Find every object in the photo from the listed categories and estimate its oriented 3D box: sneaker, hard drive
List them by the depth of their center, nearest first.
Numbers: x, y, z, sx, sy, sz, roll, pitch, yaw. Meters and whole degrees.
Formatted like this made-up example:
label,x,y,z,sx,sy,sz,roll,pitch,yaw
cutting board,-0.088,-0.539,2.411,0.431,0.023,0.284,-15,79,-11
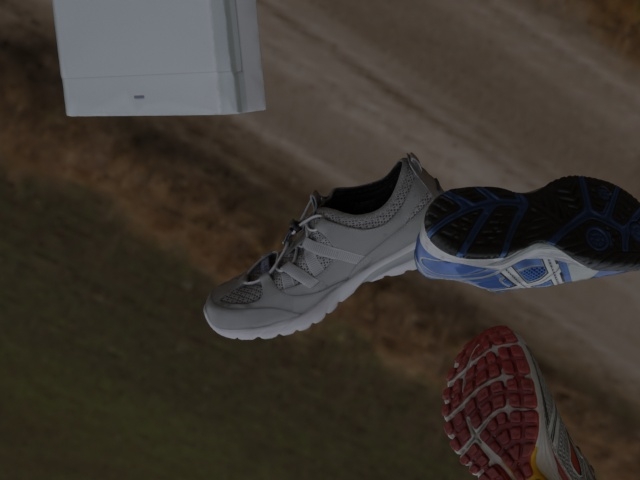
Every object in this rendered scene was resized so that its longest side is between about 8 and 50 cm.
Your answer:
label,x,y,z,sx,sy,sz,roll,pitch,yaw
hard drive,-0.127,-0.242,1.167,0.040,0.307,0.203,-13,-168,-41
sneaker,0.165,0.177,1.333,0.088,0.225,0.093,-25,160,31
sneaker,0.172,-0.002,1.335,0.211,0.080,0.081,4,153,-16
sneaker,0.000,0.000,1.684,0.115,0.281,0.105,59,-174,-28
